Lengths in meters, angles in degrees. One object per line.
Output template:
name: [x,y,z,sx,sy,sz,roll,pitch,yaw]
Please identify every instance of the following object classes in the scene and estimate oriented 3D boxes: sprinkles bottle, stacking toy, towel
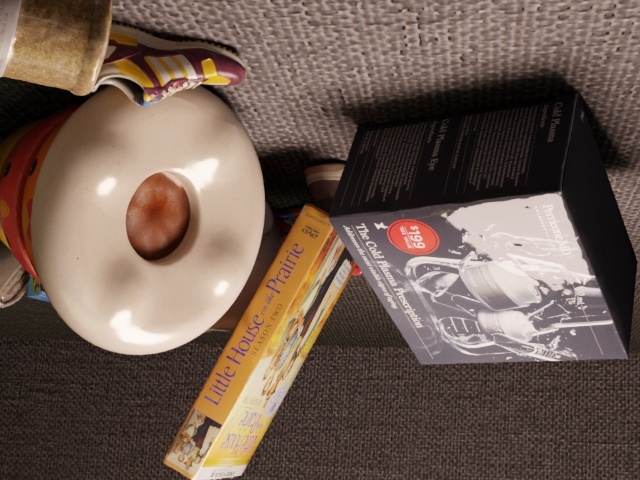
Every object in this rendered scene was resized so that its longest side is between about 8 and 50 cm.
sprinkles bottle: [-0.384,-0.230,0.959,0.355,0.121,0.121,9,164,-24]
stacking toy: [-0.344,-0.055,1.390,0.479,0.351,0.350,10,174,42]
towel: [-0.520,0.022,1.719,0.187,0.282,0.049,-8,125,34]

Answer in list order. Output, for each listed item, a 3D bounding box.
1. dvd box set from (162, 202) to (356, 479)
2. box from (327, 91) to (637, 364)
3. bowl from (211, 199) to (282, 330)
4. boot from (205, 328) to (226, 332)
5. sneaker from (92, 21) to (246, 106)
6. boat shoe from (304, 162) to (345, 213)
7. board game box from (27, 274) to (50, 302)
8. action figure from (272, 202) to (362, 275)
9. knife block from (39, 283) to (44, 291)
dvd box set: [-0.076,0.167,1.556,0.062,0.421,0.307,28,173,13]
box: [0.232,0.001,1.373,0.312,0.179,0.343,-7,137,29]
bowl: [-0.165,-0.015,1.556,0.297,0.298,0.134,13,128,-35]
boot: [-0.134,0.078,2.018,0.284,0.138,0.377,-30,168,37]
sneaker: [-0.176,-0.187,1.159,0.185,0.084,0.069,8,164,-19]
boat shoe: [0.054,-0.044,1.643,0.102,0.093,0.285,-3,164,22]
board game box: [-0.405,0.005,1.684,0.039,0.212,0.160,-6,163,33]
action figure: [0.000,0.000,1.835,0.280,0.092,0.139,15,168,-42]
knife block: [-0.339,0.011,1.591,0.242,0.276,0.088,10,121,-32]
